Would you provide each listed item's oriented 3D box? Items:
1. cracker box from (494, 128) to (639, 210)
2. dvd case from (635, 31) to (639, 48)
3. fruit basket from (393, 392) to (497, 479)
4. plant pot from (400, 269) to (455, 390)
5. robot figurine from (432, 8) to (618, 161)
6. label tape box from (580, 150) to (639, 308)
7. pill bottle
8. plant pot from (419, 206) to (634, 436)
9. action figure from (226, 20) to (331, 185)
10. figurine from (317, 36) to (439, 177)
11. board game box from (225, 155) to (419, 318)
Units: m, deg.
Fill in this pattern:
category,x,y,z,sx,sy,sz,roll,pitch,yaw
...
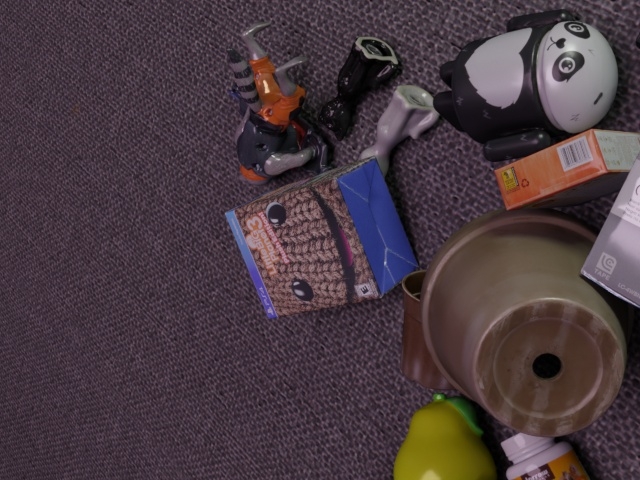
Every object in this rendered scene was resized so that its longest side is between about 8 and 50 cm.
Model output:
category,x,y,z,sx,sy,sz,roll,pitch,yaw
cracker box,0.381,-0.100,1.194,0.156,0.232,0.067,-23,77,40
dvd case,0.552,-0.349,1.087,0.180,0.022,0.253,22,81,38
fruit basket,0.215,0.472,1.420,0.392,0.283,0.392,-27,36,22
plant pot,0.212,0.158,1.427,0.167,0.167,0.165,24,118,37
robot figurine,0.314,-0.241,1.279,0.278,0.174,0.209,-2,105,42
label tape box,0.504,-0.092,1.075,0.115,0.249,0.347,33,115,34
pill bottle,0.377,0.404,1.320,0.117,0.117,0.215,-41,68,36
plant pot,0.304,0.131,1.169,0.323,0.280,0.323,1,102,6
action figure,-0.132,-0.260,1.656,0.341,0.179,0.330,39,137,37
figurine,0.095,-0.231,1.543,0.215,0.092,0.209,55,133,23
board game box,0.000,0.000,1.563,0.291,0.141,0.232,-15,100,41
